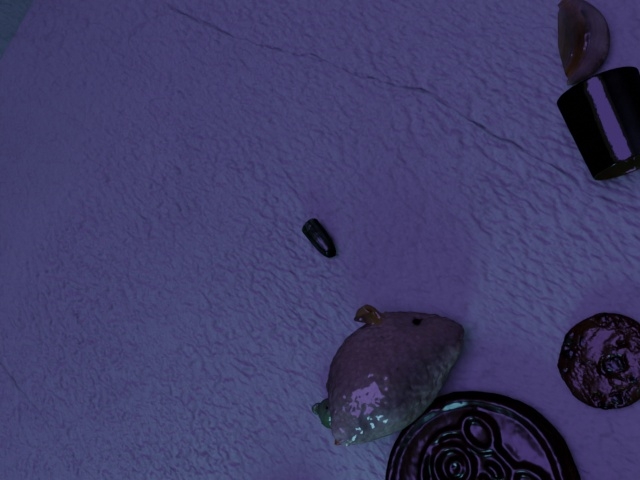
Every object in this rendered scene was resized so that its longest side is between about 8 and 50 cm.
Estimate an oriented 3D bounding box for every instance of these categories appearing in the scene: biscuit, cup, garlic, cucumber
[{"bbox_3d":[0.319,0.509,1.610,0.407,0.091,0.408,-5,79,27],"label":"biscuit"},{"bbox_3d":[0.611,-0.240,1.556,0.239,0.166,0.177,-23,74,23],"label":"cup"},{"bbox_3d":[0.562,0.236,1.556,0.192,0.049,0.192,-8,73,28],"label":"biscuit"},{"bbox_3d":[0.554,-0.434,1.667,0.101,0.087,0.196,-14,77,38],"label":"garlic"},{"bbox_3d":[0.000,0.000,1.892,0.048,0.048,0.105,-43,64,14],"label":"cucumber"}]

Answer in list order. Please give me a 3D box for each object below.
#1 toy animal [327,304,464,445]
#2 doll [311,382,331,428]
[{"bbox_3d":[0.133,0.284,1.674,0.226,0.188,0.358,28,60,39],"label":"toy animal"},{"bbox_3d":[0.052,0.360,1.791,0.115,0.077,0.150,39,88,17],"label":"doll"}]
